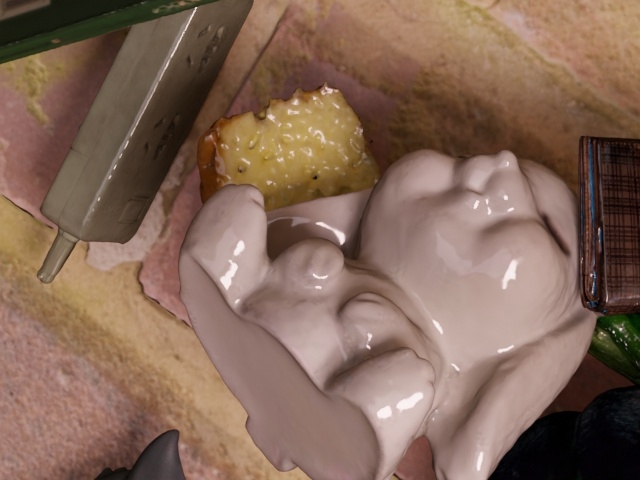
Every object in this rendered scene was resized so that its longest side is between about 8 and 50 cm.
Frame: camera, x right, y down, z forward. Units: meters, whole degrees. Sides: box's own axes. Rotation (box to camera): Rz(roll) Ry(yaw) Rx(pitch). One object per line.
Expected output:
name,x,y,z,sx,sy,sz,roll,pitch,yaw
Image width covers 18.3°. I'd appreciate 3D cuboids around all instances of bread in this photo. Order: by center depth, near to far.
bread,0.000,0.000,1.509,0.143,0.139,0.229,-26,92,-8

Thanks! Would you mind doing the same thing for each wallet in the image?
wallet,0.270,-0.012,1.385,0.042,0.230,0.124,-2,89,56

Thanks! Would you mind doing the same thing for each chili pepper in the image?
chili pepper,0.231,0.072,1.468,0.182,0.073,0.050,34,99,17

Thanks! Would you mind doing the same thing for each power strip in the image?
power strip,-0.151,-0.088,1.596,0.053,0.093,0.288,31,101,19

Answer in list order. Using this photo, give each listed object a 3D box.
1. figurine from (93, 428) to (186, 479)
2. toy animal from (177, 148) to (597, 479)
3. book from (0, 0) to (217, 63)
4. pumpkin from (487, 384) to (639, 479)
figurine,-0.148,0.305,1.577,0.193,0.140,0.265,-20,59,37
toy animal,0.066,0.038,1.363,0.265,0.206,0.271,-34,57,-27
book,-0.108,-0.289,1.553,0.371,0.043,0.260,-13,60,20
pumpkin,0.243,0.281,1.366,0.363,0.266,0.363,1,95,19
